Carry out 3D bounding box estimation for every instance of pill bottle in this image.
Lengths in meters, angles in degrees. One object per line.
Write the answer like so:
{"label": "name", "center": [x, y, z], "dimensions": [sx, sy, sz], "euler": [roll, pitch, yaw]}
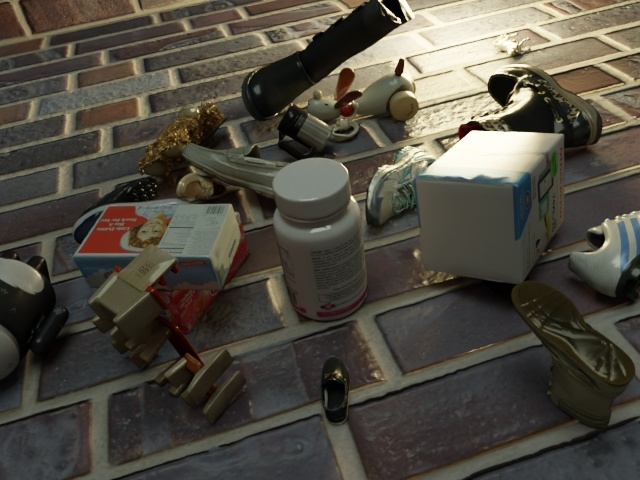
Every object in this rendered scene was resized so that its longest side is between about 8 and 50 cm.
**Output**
{"label": "pill bottle", "center": [0.000, 0.000, 1.118], "dimensions": [0.161, 0.282, 0.160], "euler": [-5, 40, 4]}

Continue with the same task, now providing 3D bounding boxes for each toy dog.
{"label": "toy dog", "center": [0.131, -0.430, 1.712], "dimensions": [0.334, 0.160, 0.220], "euler": [-20, 40, -13]}

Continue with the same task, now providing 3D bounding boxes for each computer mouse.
{"label": "computer mouse", "center": [0.391, 0.114, 1.104], "dimensions": [0.071, 0.041, 0.242], "euler": [-15, 42, -34]}

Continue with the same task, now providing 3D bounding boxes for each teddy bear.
{"label": "teddy bear", "center": [-0.380, -0.286, 1.618], "dimensions": [0.245, 0.113, 0.338], "euler": [-33, 17, 47]}

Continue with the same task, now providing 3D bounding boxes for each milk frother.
{"label": "milk frother", "center": [-0.050, -0.288, 1.635], "dimensions": [0.135, 0.129, 0.143], "euler": [31, 11, -5]}

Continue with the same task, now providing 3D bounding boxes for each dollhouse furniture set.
{"label": "dollhouse furniture set", "center": [-0.261, 0.146, 1.014], "dimensions": [0.262, 0.259, 0.135], "euler": [24, 59, 32]}

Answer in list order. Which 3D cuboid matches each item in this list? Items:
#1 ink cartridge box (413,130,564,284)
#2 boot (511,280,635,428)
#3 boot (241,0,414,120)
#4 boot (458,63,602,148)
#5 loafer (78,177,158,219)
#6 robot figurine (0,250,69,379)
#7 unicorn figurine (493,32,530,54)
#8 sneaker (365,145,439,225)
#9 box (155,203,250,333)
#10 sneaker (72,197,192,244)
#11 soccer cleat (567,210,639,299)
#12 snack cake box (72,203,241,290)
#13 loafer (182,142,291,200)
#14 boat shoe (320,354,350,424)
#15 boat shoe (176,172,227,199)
{"label": "ink cartridge box", "center": [0.336, -0.076, 1.161], "dimensions": [0.197, 0.198, 0.270], "euler": [8, 32, 35]}
{"label": "boot", "center": [0.371, 0.176, 0.923], "dimensions": [0.077, 0.165, 0.213], "euler": [-29, 49, -13]}
{"label": "boot", "center": [0.019, -0.529, 1.704], "dimensions": [0.446, 0.146, 0.367], "euler": [-18, 25, 36]}
{"label": "boot", "center": [0.481, -0.317, 1.533], "dimensions": [0.284, 0.138, 0.377], "euler": [-22, 46, -15]}
{"label": "loafer", "center": [-0.505, -0.097, 1.498], "dimensions": [0.078, 0.076, 0.223], "euler": [11, 38, 36]}
{"label": "robot figurine", "center": [-0.628, 0.147, 1.158], "dimensions": [0.209, 0.173, 0.278], "euler": [-21, 34, 23]}
{"label": "unicorn figurine", "center": [0.631, -0.637, 1.955], "dimensions": [0.111, 0.060, 0.162], "euler": [-28, 27, -21]}
{"label": "sneaker", "center": [0.199, -0.126, 1.373], "dimensions": [0.122, 0.110, 0.283], "euler": [19, 47, 26]}
{"label": "box", "center": [-0.269, 0.051, 1.236], "dimensions": [0.128, 0.122, 0.256], "euler": [12, 44, 22]}
{"label": "sneaker", "center": [-0.427, -0.014, 1.366], "dimensions": [0.283, 0.099, 0.153], "euler": [-12, 37, -8]}
{"label": "soccer cleat", "center": [0.608, -0.018, 1.151], "dimensions": [0.331, 0.115, 0.143], "euler": [-34, 45, -27]}
{"label": "snack cake box", "center": [-0.299, 0.011, 1.122], "dimensions": [0.265, 0.089, 0.152], "euler": [0, 43, 12]}
{"label": "loafer", "center": [-0.183, -0.183, 1.462], "dimensions": [0.320, 0.112, 0.111], "euler": [20, 88, 9]}
{"label": "boat shoe", "center": [0.025, 0.244, 1.010], "dimensions": [0.049, 0.042, 0.133], "euler": [-8, 38, 5]}
{"label": "boat shoe", "center": [-0.286, -0.129, 1.468], "dimensions": [0.059, 0.062, 0.170], "euler": [22, 17, 18]}
